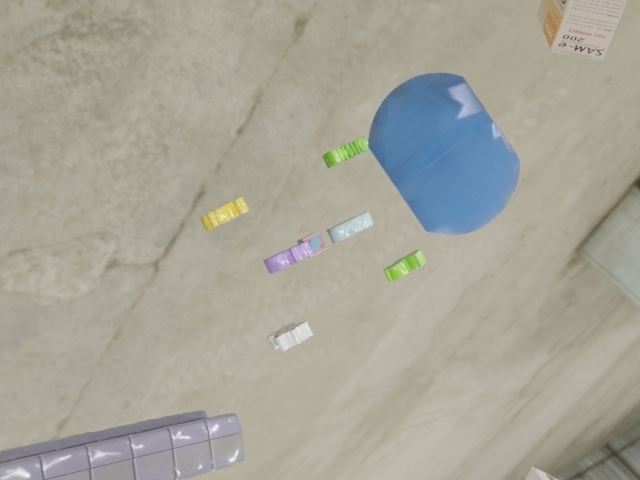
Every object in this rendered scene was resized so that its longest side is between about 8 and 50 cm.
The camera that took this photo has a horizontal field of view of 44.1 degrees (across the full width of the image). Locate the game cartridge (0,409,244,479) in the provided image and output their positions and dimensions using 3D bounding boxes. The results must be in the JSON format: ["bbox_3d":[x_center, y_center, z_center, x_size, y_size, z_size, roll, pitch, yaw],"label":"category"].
[{"bbox_3d":[-0.260,0.217,0.745,0.230,0.068,0.355,-7,170,-45],"label":"game cartridge"}]

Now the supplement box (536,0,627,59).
[{"bbox_3d":[0.170,-0.171,0.487,0.036,0.062,0.098,10,126,-2],"label":"supplement box"}]

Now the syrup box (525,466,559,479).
[{"bbox_3d":[0.232,0.267,0.561,0.236,0.096,0.093,30,99,-14],"label":"syrup box"}]

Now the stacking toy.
[{"bbox_3d":[0.000,0.000,0.869,0.221,0.167,0.052,-28,-176,-20],"label":"stacking toy"}]

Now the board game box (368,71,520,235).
[{"bbox_3d":[0.132,-0.092,0.818,0.133,0.169,0.033,-37,175,37],"label":"board game box"}]
